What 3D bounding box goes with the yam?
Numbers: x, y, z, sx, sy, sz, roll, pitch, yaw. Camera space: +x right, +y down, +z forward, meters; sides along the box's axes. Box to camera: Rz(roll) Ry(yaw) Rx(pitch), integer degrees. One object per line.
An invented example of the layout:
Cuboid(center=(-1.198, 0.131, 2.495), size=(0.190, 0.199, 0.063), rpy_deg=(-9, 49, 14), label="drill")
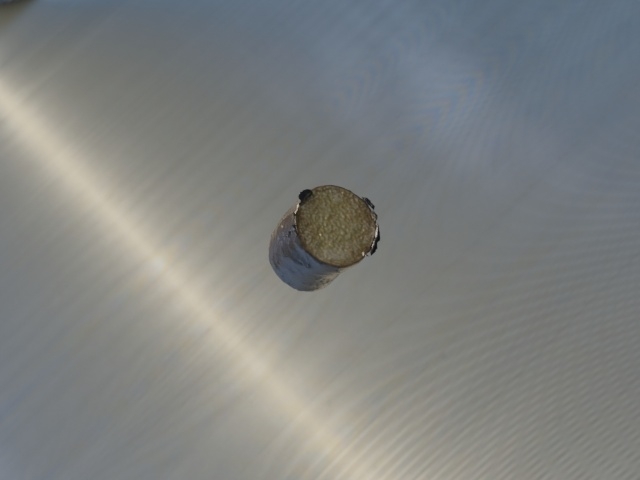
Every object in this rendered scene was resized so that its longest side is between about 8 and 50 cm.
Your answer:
Cuboid(center=(-0.003, 0.001, 0.928), size=(0.084, 0.084, 0.127), rpy_deg=(-51, 2, -24), label="yam")
